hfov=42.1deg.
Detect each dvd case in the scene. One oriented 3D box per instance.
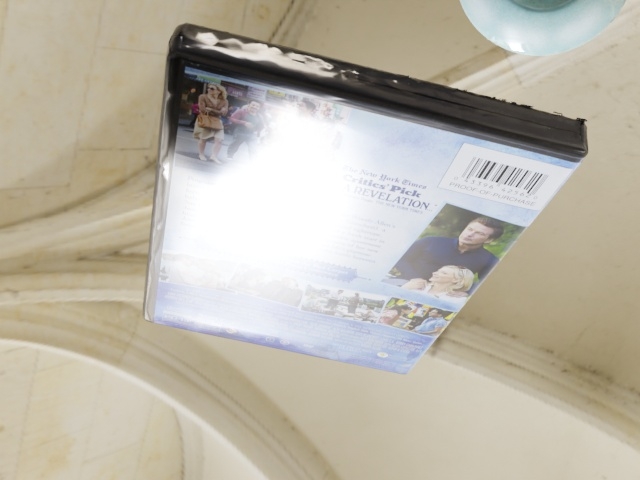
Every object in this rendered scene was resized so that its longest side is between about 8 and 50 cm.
[{"bbox_3d":[0.000,0.000,0.445,0.253,0.180,0.022,114,-13,-57],"label":"dvd case"}]

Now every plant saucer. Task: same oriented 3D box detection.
[{"bbox_3d":[0.242,-0.300,0.900,0.195,0.037,0.194,2,-80,12],"label":"plant saucer"}]
